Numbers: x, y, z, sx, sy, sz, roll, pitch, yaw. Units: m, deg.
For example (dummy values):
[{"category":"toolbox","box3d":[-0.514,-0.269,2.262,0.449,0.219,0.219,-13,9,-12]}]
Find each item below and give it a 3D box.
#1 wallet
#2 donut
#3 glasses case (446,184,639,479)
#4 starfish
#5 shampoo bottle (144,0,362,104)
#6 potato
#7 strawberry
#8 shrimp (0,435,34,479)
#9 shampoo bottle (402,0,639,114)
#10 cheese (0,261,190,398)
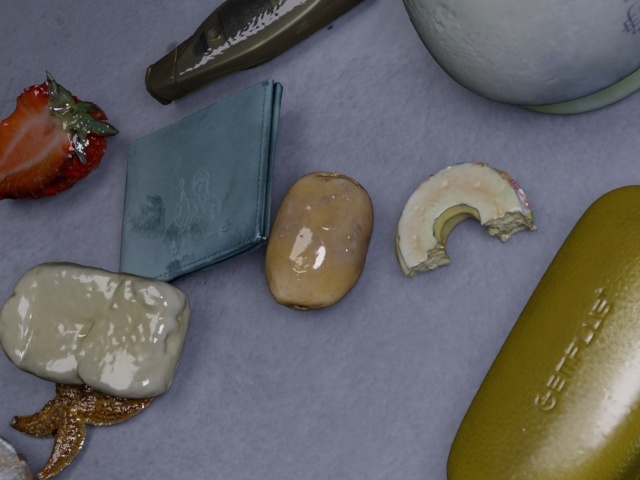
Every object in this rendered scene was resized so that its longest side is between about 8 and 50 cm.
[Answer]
[{"category":"wallet","box3d":[-0.165,-0.062,1.399,0.290,0.054,0.251,-19,58,36]},{"category":"donut","box3d":[0.159,-0.028,1.195,0.166,0.065,0.108,-28,56,20]},{"category":"glasses case","box3d":[0.266,0.123,1.007,0.173,0.141,0.371,27,85,37]},{"category":"starfish","box3d":[-0.323,0.211,1.405,0.241,0.043,0.227,-8,66,24]},{"category":"shampoo bottle","box3d":[-0.096,-0.303,1.474,0.350,0.084,0.125,-30,53,18]},{"category":"potato","box3d":[0.000,0.000,1.252,0.119,0.109,0.178,13,77,28]},{"category":"strawberry","box3d":[-0.414,-0.123,1.590,0.174,0.098,0.228,47,109,22]},{"category":"shrimp","box3d":[-0.536,0.339,1.442,0.446,0.110,0.221,24,81,36]},{"category":"shampoo bottle","box3d":[0.238,-0.309,1.117,0.323,0.317,0.322,-16,58,27]},{"category":"cheese","box3d":[-0.297,0.114,1.359,0.263,0.093,0.159,10,82,23]}]
